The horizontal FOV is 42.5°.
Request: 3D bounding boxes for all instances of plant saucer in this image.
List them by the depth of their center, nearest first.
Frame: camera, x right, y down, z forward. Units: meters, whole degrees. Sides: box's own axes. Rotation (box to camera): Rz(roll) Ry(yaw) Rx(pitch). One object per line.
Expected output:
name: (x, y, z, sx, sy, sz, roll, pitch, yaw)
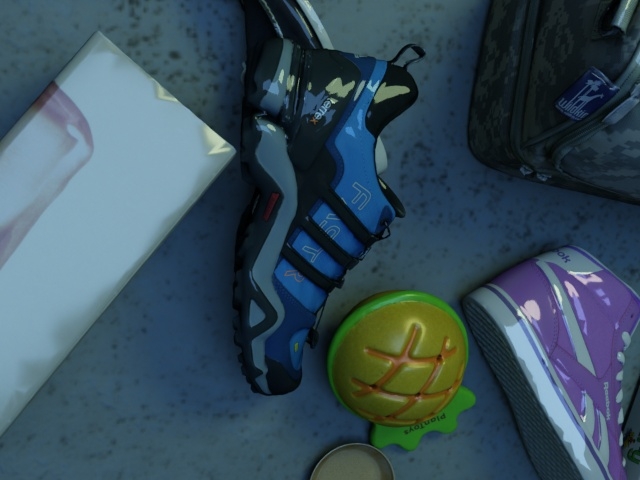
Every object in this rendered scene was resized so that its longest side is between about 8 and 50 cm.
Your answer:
plant saucer: (0.027, 0.225, 0.759, 0.083, 0.015, 0.083, -1, 96, -15)

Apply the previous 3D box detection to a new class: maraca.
maraca: (0.075, 0.119, 0.727, 0.127, 0.099, 0.186, -23, 125, 1)

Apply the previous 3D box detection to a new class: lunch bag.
lunch bag: (0.306, -0.132, 0.691, 0.305, 0.256, 0.212, 12, 90, -17)

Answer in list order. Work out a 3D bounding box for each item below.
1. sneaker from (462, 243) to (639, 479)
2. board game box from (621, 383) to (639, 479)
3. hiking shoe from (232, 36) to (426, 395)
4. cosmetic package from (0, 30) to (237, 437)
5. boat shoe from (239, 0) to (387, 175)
sneaker: (0.265, 0.139, 0.782, 0.161, 0.102, 0.282, -28, 101, -16)
board game box: (0.391, 0.256, 0.850, 0.193, 0.053, 0.305, 20, 88, -17)
hiking shoe: (0.000, 0.000, 0.638, 0.132, 0.113, 0.304, 3, 120, -6)
cosmetic package: (-0.213, 0.006, 0.602, 0.129, 0.153, 0.296, 41, 81, -16)
boat shoe: (-0.028, -0.139, 0.680, 0.079, 0.084, 0.233, -31, 106, -11)
